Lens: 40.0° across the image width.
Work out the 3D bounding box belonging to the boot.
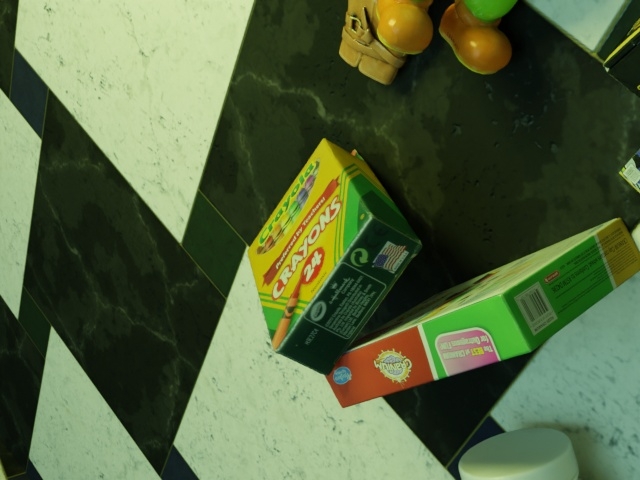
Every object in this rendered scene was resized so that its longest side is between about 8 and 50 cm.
[{"bbox_3d":[0.050,-0.306,1.125,0.197,0.073,0.152,49,141,25],"label":"boot"}]

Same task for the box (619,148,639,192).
[{"bbox_3d":[0.386,-0.034,0.877,0.169,0.059,0.054,50,136,20],"label":"box"}]

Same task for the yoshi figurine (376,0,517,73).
[{"bbox_3d":[0.199,-0.326,0.869,0.203,0.203,0.362,37,131,10],"label":"yoshi figurine"}]

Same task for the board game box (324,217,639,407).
[{"bbox_3d":[0.181,0.089,1.025,0.316,0.242,0.064,-30,86,51],"label":"board game box"}]

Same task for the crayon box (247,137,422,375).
[{"bbox_3d":[0.000,0.000,1.132,0.202,0.081,0.318,-56,23,15],"label":"crayon box"}]

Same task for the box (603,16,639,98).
[{"bbox_3d":[0.412,-0.110,0.654,0.322,0.079,0.257,39,162,0],"label":"box"}]

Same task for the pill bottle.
[{"bbox_3d":[0.286,0.417,1.097,0.188,0.188,0.334,-10,100,50],"label":"pill bottle"}]
